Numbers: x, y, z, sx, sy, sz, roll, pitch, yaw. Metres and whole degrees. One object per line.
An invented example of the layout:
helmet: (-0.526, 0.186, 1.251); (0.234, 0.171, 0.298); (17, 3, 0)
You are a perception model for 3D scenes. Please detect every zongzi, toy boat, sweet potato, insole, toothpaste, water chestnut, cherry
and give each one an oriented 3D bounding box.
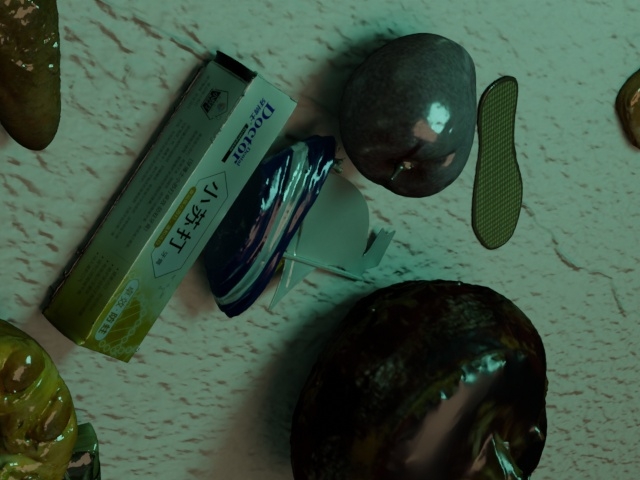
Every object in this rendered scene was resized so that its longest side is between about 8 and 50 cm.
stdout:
zongzi: (-0.282, 0.250, 1.628); (0.119, 0.055, 0.109); (-17, 131, -22)
toy boat: (0.000, 0.000, 1.719); (0.291, 0.067, 0.220); (18, 103, -52)
sweet potato: (-0.275, -0.196, 1.285); (0.114, 0.092, 0.341); (-27, 139, 6)
insole: (0.213, -0.087, 1.909); (0.086, 0.005, 0.253); (-31, 135, -27)
toothpaste: (-0.147, -0.033, 1.545); (0.313, 0.071, 0.089); (-57, 145, 2)
water chestnut: (0.142, 0.214, 1.820); (0.350, 0.302, 0.350); (-23, 134, -27)
cherry: (0.094, -0.136, 1.654); (0.176, 0.140, 0.176); (4, 90, -67)

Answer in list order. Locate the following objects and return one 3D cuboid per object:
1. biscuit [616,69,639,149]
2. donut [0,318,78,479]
biscuit: (0.472, -0.187, 2.071); (0.192, 0.036, 0.186); (-43, 141, -12)
donut: (-0.335, 0.175, 1.469); (0.226, 0.114, 0.227); (-25, 133, -30)
